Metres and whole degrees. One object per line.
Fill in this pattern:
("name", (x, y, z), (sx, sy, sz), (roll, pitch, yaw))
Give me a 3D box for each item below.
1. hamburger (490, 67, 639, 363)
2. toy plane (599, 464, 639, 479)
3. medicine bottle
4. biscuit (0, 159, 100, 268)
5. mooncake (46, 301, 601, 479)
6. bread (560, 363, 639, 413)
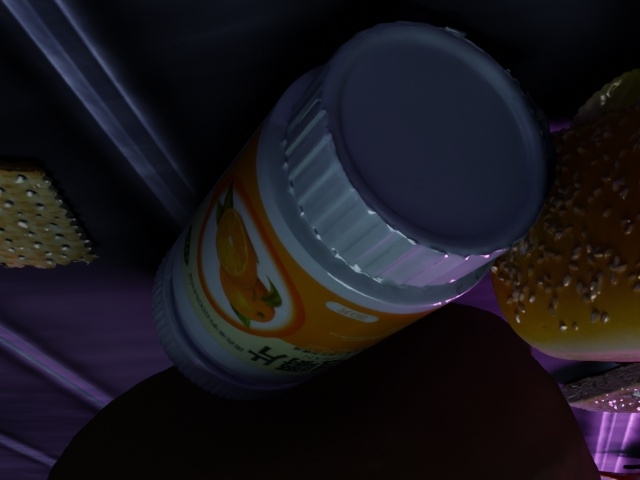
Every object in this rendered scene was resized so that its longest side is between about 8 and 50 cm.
("hamburger", (0.185, -0.013, 0.484), (0.116, 0.173, 0.210), (36, 155, -25))
("toy plane", (0.474, 0.352, 1.268), (0.194, 0.077, 0.126), (18, 145, 0))
("medicine bottle", (0.000, 0.000, 0.572), (0.158, 0.158, 0.318), (17, 152, -18))
("biscuit", (-0.279, -0.018, 0.767), (0.144, 0.016, 0.203), (5, 153, 6))
("mooncake", (0.004, 0.243, 0.724), (0.467, 0.467, 0.262), (-9, 108, 30))
("bread", (0.372, 0.170, 0.959), (0.112, 0.036, 0.193), (17, 153, -22))
